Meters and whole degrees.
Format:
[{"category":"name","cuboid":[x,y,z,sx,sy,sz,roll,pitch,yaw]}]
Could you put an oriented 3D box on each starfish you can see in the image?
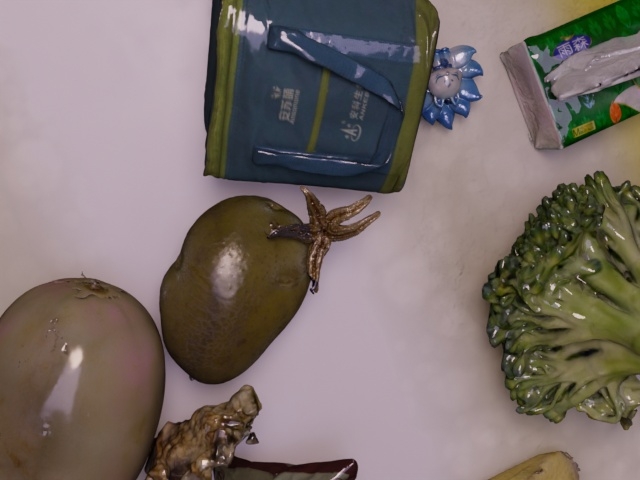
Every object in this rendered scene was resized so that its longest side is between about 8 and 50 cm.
[{"category":"starfish","cuboid":[-0.003,-0.002,0.954,0.132,0.041,0.131,6,108,-16]}]

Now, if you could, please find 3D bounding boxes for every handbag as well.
[{"category":"handbag","cuboid":[-0.042,0.394,1.055,0.212,0.127,0.235,-5,93,17]},{"category":"handbag","cuboid":[-0.011,-0.192,0.929,0.240,0.222,0.263,2,125,-10]}]

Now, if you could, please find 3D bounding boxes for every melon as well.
[{"category":"melon","cuboid":[-0.302,0.194,0.950,0.222,0.223,0.317,13,97,-9]}]

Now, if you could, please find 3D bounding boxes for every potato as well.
[{"category":"potato","cuboid":[-0.109,0.068,0.992,0.174,0.159,0.251,26,97,-19]}]

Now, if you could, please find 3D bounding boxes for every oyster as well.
[{"category":"oyster","cuboid":[-0.183,0.297,0.984,0.107,0.201,0.355,40,106,4]}]

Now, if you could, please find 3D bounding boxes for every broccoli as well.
[{"category":"broccoli","cuboid":[0.378,0.089,1.040,0.334,0.272,0.324,-15,138,-12]}]

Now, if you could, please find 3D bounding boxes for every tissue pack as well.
[{"category":"tissue pack","cuboid":[0.369,-0.224,1.025,0.208,0.156,0.148,-23,97,-3]}]

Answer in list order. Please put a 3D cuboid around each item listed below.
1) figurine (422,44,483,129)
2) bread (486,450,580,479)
[{"category":"figurine","cuboid":[0.159,-0.195,1.036,0.114,0.079,0.114,-1,95,-14]},{"category":"bread","cuboid":[0.329,0.426,1.109,0.178,0.135,0.240,-28,98,-3]}]
